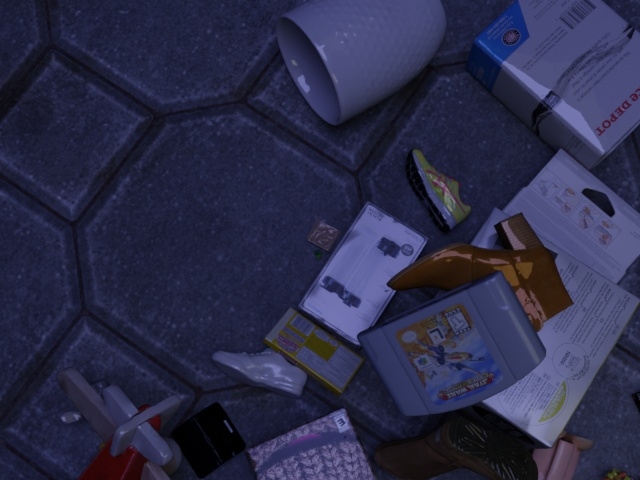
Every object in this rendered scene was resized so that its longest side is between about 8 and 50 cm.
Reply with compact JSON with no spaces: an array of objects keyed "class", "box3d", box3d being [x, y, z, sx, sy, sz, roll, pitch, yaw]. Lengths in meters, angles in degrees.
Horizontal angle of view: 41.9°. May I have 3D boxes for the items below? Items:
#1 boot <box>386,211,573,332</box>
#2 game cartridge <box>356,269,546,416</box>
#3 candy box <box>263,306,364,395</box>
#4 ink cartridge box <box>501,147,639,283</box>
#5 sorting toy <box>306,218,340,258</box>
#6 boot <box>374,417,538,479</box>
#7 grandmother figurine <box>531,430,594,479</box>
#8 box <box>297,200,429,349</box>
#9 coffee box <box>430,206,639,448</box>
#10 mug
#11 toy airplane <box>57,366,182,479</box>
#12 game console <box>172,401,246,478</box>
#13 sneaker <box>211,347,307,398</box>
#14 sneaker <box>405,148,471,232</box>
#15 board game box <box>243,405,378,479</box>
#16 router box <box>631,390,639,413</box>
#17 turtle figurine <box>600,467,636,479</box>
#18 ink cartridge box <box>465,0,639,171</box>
[{"class":"boot","box3d":[0.290,0.098,1.510,0.295,0.104,0.211,-24,83,1]},{"class":"game cartridge","box3d":[0.233,0.196,1.480,0.297,0.062,0.198,-28,91,26]},{"class":"candy box","box3d":[-0.014,0.243,1.838,0.206,0.027,0.105,35,55,8]},{"class":"ink cartridge box","box3d":[0.567,-0.017,1.896,0.296,0.066,0.261,42,80,9]},{"class":"sorting toy","box3d":[0.000,0.000,1.922,0.062,0.012,0.083,30,75,2]},{"class":"boot","box3d":[0.272,0.449,1.701,0.236,0.269,0.089,34,55,-10]},{"class":"grandmother figurine","box3d":[0.455,0.562,1.742,0.208,0.104,0.342,19,77,-1]},{"class":"box","box3d":[0.094,0.080,1.865,0.169,0.087,0.290,31,78,7]},{"class":"coffee box","box3d":[0.377,0.197,1.707,0.334,0.337,0.338,33,78,8]},{"class":"mug","box3d":[0.084,-0.485,1.928,0.328,0.276,0.374,-31,48,-12]},{"class":"toy airplane","box3d":[-0.375,0.444,1.689,0.384,0.272,0.386,-6,90,31]},{"class":"game console","box3d":[-0.243,0.435,1.822,0.107,0.071,0.122,-27,77,-37]},{"class":"sneaker","box3d":[-0.131,0.271,1.836,0.212,0.080,0.094,21,66,-2]},{"class":"sneaker","box3d":[0.272,-0.125,1.923,0.094,0.081,0.208,-28,85,-13]},{"class":"board game box","box3d":[0.004,0.524,1.733,0.232,0.141,0.291,-23,78,-5]},{"class":"router box","box3d":[0.749,0.374,1.818,0.092,0.038,0.122,-20,78,-4]},{"class":"turtle figurine","box3d":[0.732,0.524,1.756,0.269,0.087,0.217,30,94,14]},{"class":"ink cartridge box","box3d":[0.579,-0.390,1.932,0.285,0.166,0.395,-43,79,-8]}]
